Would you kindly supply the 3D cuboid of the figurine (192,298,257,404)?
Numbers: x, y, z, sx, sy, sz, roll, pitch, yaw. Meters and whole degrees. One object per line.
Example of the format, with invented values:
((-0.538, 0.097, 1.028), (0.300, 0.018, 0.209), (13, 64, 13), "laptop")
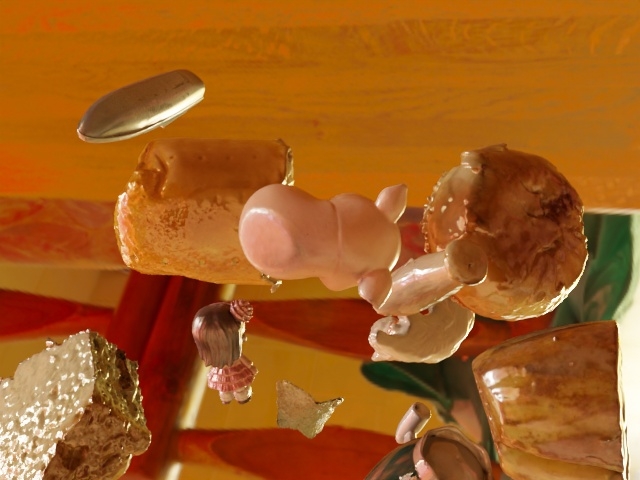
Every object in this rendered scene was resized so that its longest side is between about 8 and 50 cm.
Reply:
((-0.103, 0.128, 0.836), (0.072, 0.054, 0.129), (-3, 111, 17), "figurine")

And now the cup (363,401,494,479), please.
((0.145, 0.344, 1.001), (0.168, 0.299, 0.173), (18, 126, -14), "cup")

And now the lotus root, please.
((0.373, 0.277, 1.163), (0.250, 0.316, 0.316), (-8, 136, 14), "lotus root")

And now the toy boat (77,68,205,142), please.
((-0.278, -0.201, 1.144), (0.078, 0.260, 0.085), (38, 127, 7), "toy boat")

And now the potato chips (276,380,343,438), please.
((-0.031, 0.381, 1.682), (0.167, 0.059, 0.228), (-34, 138, 26), "potato chips")

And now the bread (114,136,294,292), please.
((-0.248, -0.036, 1.618), (0.394, 0.250, 0.361), (0, 129, -9), "bread")

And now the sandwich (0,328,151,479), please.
((-0.371, 0.283, 1.018), (0.262, 0.325, 0.131), (13, 158, 49), "sandwich")

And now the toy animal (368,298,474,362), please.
((0.276, 0.228, 2.037), (0.266, 0.307, 0.188), (24, 149, -2), "toy animal")

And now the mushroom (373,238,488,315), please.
((0.195, 0.068, 1.309), (0.108, 0.096, 0.247), (13, 154, -31), "mushroom")

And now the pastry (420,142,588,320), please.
((0.409, -0.015, 1.671), (0.410, 0.409, 0.245), (28, 155, -19), "pastry")

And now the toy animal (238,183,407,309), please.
((-0.001, -0.009, 1.071), (0.250, 0.154, 0.166), (7, 102, 22), "toy animal")
